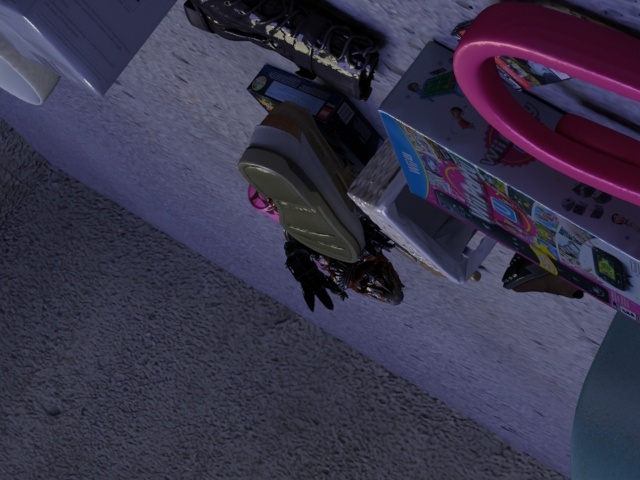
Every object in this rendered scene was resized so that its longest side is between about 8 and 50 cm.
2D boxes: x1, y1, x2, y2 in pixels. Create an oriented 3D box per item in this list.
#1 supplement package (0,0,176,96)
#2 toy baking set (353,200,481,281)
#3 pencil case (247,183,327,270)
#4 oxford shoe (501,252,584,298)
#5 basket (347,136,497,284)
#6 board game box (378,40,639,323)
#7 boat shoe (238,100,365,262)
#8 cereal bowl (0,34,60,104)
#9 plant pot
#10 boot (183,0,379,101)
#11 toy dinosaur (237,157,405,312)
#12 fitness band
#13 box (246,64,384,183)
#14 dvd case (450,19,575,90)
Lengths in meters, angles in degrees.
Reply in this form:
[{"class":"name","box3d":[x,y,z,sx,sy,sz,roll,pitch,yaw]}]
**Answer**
[{"class":"supplement package","box3d":[-0.205,-0.283,1.435,0.139,0.244,0.134,29,168,38]},{"class":"toy baking set","box3d":[0.131,-0.010,2.272,0.197,0.030,0.256,42,169,-19]},{"class":"pencil case","box3d":[-0.028,-0.034,2.512,0.209,0.095,0.098,40,-155,-35]},{"class":"oxford shoe","box3d":[0.279,0.039,1.827,0.096,0.082,0.227,32,172,-6]},{"class":"basket","box3d":[0.130,-0.044,1.855,0.167,0.113,0.103,42,173,-33]},{"class":"board game box","box3d":[0.222,-0.051,1.540,0.303,0.097,0.224,33,170,22]},{"class":"boat shoe","box3d":[-0.002,-0.068,1.942,0.113,0.103,0.302,16,162,24]},{"class":"cereal bowl","box3d":[-0.549,-0.376,2.498,0.339,0.141,0.339,34,170,7]},{"class":"plant pot","box3d":[0.431,0.236,1.740,0.247,0.252,0.248,42,168,-31]},{"class":"boot","box3d":[-0.039,-0.241,1.610,0.229,0.091,0.263,28,173,12]},{"class":"toy dinosaur","box3d":[0.000,0.000,2.307,0.322,0.164,0.218,20,-168,-14]},{"class":"fitness band","box3d":[0.243,-0.104,1.283,0.291,0.054,0.209,25,165,29]},{"class":"box","box3d":[0.024,-0.128,2.005,0.159,0.044,0.233,26,166,44]},{"class":"dvd case","box3d":[0.173,-0.170,1.378,0.087,0.013,0.119,38,171,-13]}]
